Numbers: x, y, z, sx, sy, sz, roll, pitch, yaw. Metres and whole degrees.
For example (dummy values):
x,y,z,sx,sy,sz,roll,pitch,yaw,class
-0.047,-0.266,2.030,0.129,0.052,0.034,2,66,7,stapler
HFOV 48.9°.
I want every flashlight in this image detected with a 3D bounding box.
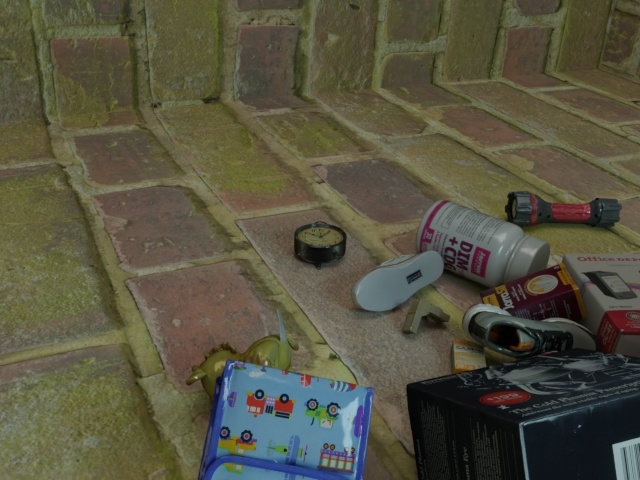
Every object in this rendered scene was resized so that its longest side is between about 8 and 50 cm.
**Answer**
x,y,z,sx,sy,sz,roll,pitch,yaw,class
0.673,-0.085,1.951,0.304,0.103,0.103,1,27,-2,flashlight

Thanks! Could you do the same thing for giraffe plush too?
x,y,z,sx,sy,sz,roll,pitch,yaw,class
-0.136,0.238,1.226,0.170,0.181,0.210,-16,59,15,giraffe plush

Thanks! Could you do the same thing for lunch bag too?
x,y,z,sx,sy,sz,roll,pitch,yaw,class
-0.060,0.343,0.998,0.221,0.138,0.293,12,64,-10,lunch bag

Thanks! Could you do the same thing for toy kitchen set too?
x,y,z,sx,sy,sz,roll,pitch,yaw,class
0.216,0.176,1.506,0.083,0.075,0.068,29,-20,-19,toy kitchen set

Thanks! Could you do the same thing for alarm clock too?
x,y,z,sx,sy,sz,roll,pitch,yaw,class
0.000,0.000,1.765,0.129,0.064,0.192,3,31,1,alarm clock

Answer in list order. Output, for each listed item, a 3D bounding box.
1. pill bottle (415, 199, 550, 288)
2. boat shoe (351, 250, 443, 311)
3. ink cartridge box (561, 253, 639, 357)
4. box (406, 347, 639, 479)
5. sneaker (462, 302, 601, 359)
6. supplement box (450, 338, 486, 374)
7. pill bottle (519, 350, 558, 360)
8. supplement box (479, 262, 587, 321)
x,y,z,sx,sy,sz,roll,pitch,yaw,class
0.383,0.018,1.670,0.283,0.160,0.160,23,34,33,pill bottle
0.161,0.087,1.600,0.267,0.096,0.088,-27,12,-34,boat shoe
0.655,0.153,1.481,0.226,0.131,0.306,1,30,-5,ink cartridge box
0.350,0.284,1.025,0.343,0.179,0.312,-7,-1,-20,box
0.413,0.197,1.361,0.272,0.100,0.108,11,10,-5,sneaker
0.290,0.237,1.383,0.062,0.036,0.098,7,28,4,supplement box
0.411,0.260,1.280,0.180,0.108,0.108,-10,31,-24,pill bottle
0.441,0.133,1.472,0.188,0.081,0.104,-21,27,10,supplement box
